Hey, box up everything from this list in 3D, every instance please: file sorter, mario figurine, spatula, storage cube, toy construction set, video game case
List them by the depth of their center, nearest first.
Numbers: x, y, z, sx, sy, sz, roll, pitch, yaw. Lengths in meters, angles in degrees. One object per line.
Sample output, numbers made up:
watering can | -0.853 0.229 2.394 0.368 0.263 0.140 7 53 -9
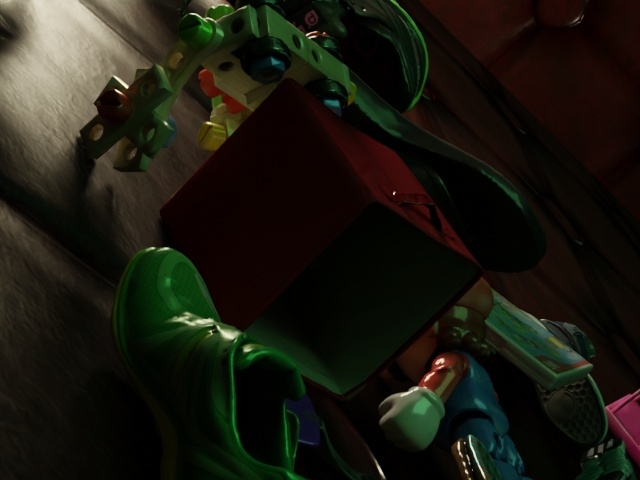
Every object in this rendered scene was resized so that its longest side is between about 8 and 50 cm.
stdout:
spatula | 0.027 0.198 1.238 0.296 0.030 0.084 39 18 -27
storage cube | 0.000 0.000 1.301 0.183 0.215 0.193 30 20 -45
toy construction set | -0.089 -0.138 1.391 0.327 0.215 0.151 8 63 -60
mario figurine | 0.120 0.172 1.443 0.198 0.170 0.321 98 -21 -54
video game case | 0.212 0.090 1.801 0.285 0.025 0.204 39 13 19
file sorter | 0.602 0.319 2.128 0.291 0.182 0.202 54 18 14

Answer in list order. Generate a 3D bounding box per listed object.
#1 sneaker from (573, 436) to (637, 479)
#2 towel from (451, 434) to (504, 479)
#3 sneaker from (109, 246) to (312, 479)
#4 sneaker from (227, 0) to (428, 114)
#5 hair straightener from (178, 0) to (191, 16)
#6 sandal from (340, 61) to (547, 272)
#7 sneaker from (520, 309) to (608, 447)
sneaker | 0.369 0.321 1.740 0.098 0.083 0.223 62 22 0
towel | 0.235 0.364 1.201 0.370 0.040 0.271 57 6 -19
sneaker | -0.070 0.109 1.039 0.109 0.123 0.296 31 24 -43
sneaker | -0.033 -0.342 1.920 0.482 0.185 0.202 35 24 -17
hair straightener | -0.239 -0.386 1.817 0.230 0.047 0.089 59 19 14
sandal | 0.085 -0.080 1.789 0.445 0.167 0.107 36 54 -1
sneaker | 0.353 0.195 1.944 0.163 0.086 0.226 20 32 -52
